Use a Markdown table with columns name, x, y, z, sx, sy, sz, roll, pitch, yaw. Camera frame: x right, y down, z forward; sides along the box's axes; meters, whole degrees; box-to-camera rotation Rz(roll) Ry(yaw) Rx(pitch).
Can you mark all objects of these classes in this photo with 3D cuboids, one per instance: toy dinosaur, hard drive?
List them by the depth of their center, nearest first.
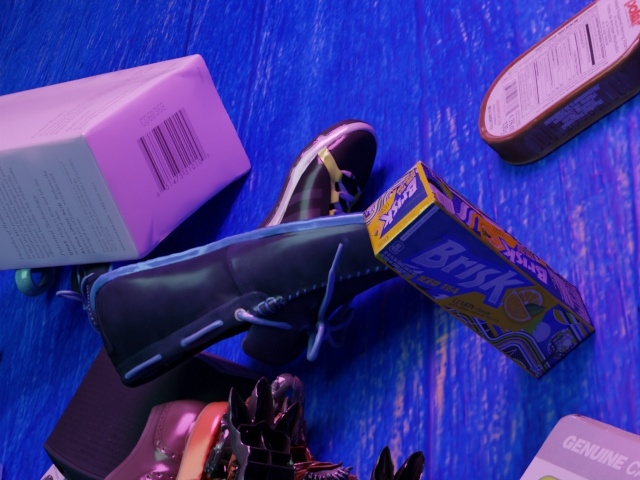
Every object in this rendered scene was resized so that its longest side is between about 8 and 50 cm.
| name | x | y | z | sx | sy | sz | roll | pitch | yaw |
| --- | --- | --- | --- | --- | --- | --- | --- | --- | --- |
| toy dinosaur | -0.033 | 0.228 | 1.003 | 0.218 | 0.164 | 0.322 | -50 | 42 | 41 |
| hard drive | -0.167 | 0.172 | 1.309 | 0.254 | 0.054 | 0.172 | 6 | 61 | 54 |

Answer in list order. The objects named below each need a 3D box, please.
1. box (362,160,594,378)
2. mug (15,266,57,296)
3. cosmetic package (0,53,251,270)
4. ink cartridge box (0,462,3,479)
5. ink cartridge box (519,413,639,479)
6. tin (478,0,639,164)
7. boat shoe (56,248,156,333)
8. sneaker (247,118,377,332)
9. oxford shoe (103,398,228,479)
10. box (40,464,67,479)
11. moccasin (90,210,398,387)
| name | x | y | z | sx | sy | sz | roll | pitch | yaw |
| --- | --- | --- | --- | --- | --- | --- | --- | --- | --- |
| box | 0.109 | 0.022 | 0.938 | 0.059 | 0.169 | 0.054 | -43 | 29 | 19 |
| mug | -0.393 | -0.009 | 1.843 | 0.129 | 0.097 | 0.158 | 14 | 86 | 29 |
| cosmetic package | -0.304 | -0.080 | 1.574 | 0.385 | 0.156 | 0.217 | -6 | 26 | 41 |
| ink cartridge box | -0.418 | 0.330 | 1.537 | 0.104 | 0.061 | 0.181 | -43 | 29 | 20 |
| ink cartridge box | 0.168 | 0.251 | 0.617 | 0.272 | 0.130 | 0.309 | -56 | 27 | -9 |
| tin | 0.207 | -0.135 | 1.119 | 0.189 | 0.040 | 0.106 | -36 | 36 | 31 |
| boat shoe | -0.234 | 0.054 | 1.540 | 0.089 | 0.109 | 0.258 | -28 | 17 | 8 |
| sneaker | 0.000 | 0.000 | 1.271 | 0.097 | 0.084 | 0.235 | 29 | 84 | 39 |
| oxford shoe | -0.144 | 0.252 | 1.123 | 0.098 | 0.097 | 0.271 | 4 | 51 | 28 |
| box | -0.278 | 0.276 | 1.419 | 0.136 | 0.028 | 0.081 | -49 | 27 | 3 |
| moccasin | -0.037 | 0.052 | 1.170 | 0.342 | 0.137 | 0.117 | -16 | 82 | 33 |
